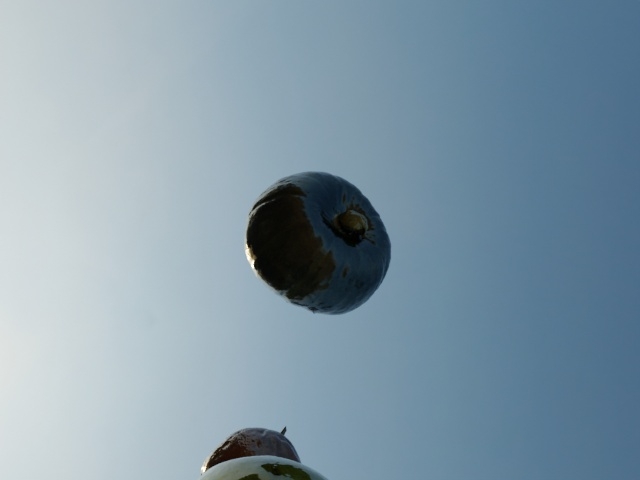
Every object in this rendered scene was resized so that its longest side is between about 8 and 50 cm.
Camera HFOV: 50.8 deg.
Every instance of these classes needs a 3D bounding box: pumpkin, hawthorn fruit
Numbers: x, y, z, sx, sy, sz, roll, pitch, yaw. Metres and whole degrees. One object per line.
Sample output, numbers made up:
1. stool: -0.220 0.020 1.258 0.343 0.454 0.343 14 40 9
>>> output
1. pumpkin: 0.000 0.000 1.296 0.207 0.300 0.300 -40 -128 41
2. hawthorn fruit: -0.165 0.609 1.765 0.277 0.277 0.298 -15 -146 44

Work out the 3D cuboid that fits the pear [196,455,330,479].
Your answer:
1. pear: -0.063 0.392 0.819 0.307 0.253 0.253 -10 -109 51
